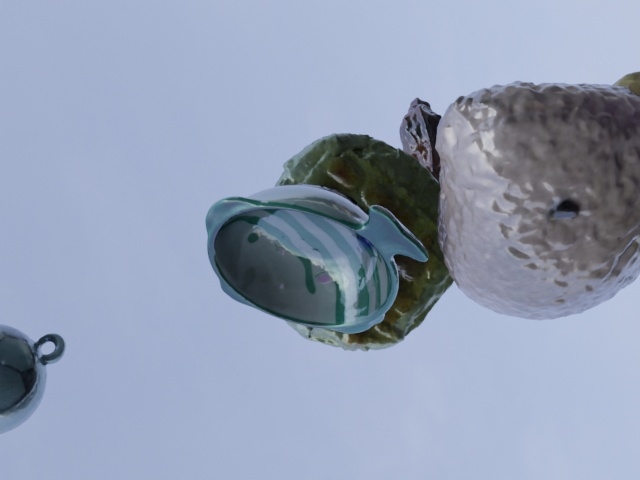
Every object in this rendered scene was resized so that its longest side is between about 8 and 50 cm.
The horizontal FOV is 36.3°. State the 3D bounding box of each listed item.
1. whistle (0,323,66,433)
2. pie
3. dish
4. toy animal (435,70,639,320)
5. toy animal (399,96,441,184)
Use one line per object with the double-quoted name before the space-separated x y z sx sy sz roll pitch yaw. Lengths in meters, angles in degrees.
"whistle" -0.476 0.200 1.303 0.290 0.163 0.163 -27 -89 -18
"pie" 0.055 0.007 1.342 0.306 0.071 0.306 0 -83 -2
"dish" 0.000 0.000 0.984 0.224 0.246 0.078 43 -133 -28
"toy animal" 0.225 -0.026 0.918 0.227 0.358 0.188 -11 -114 2
"toy animal" 0.166 -0.064 1.469 0.097 0.157 0.312 -8 -112 6
